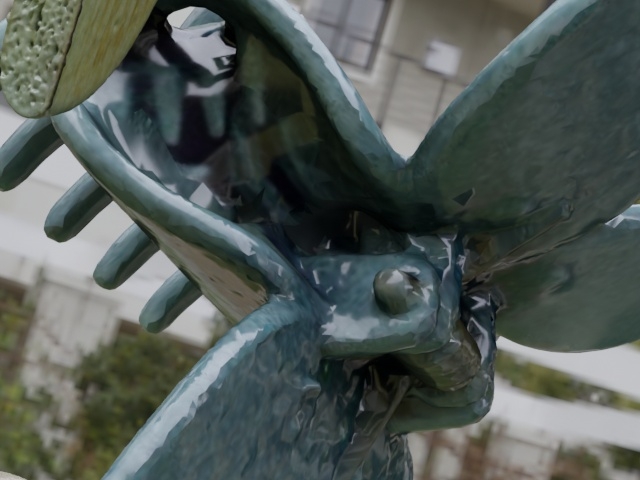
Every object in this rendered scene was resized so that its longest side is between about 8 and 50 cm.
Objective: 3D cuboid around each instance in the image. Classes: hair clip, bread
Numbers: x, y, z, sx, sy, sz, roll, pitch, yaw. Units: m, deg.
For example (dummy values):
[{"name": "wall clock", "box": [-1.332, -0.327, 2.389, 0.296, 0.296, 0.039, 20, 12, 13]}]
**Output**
[{"name": "hair clip", "box": [0.000, 0.000, 0.798, 0.238, 0.392, 0.318, 40, -5, 31]}, {"name": "bread", "box": [-0.075, -0.145, 0.649, 0.036, 0.193, 0.112, 21, 13, 9]}]

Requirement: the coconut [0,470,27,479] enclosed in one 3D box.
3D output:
[{"name": "coconut", "box": [-0.177, 0.185, 0.858, 0.110, 0.110, 0.124, 9, -45, 41]}]
